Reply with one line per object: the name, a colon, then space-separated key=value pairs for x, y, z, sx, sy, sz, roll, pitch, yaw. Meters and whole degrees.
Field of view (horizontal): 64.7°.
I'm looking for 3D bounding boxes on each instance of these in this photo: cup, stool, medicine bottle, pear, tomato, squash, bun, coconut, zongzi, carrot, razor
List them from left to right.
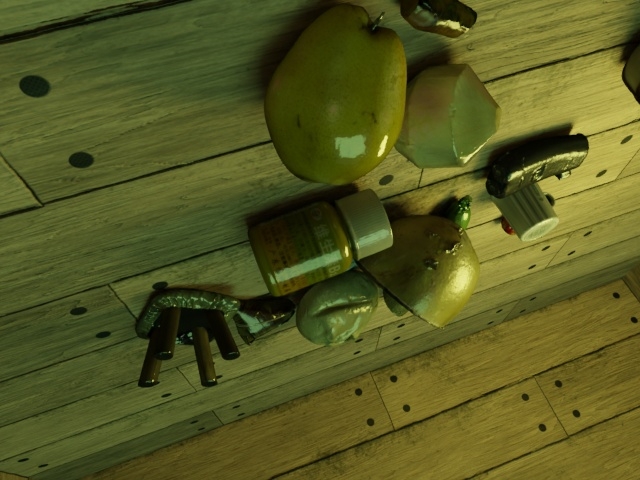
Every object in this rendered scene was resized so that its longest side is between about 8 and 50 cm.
stool: x=-0.437 y=0.334 z=1.687 sx=0.310 sy=0.226 sz=0.310 roll=7 pitch=141 yaw=-30
zongzi: x=-0.215 y=0.239 z=1.865 sx=0.247 sy=0.111 sz=0.241 roll=-28 pitch=131 yaw=-14
medicine bottle: x=0.000 y=0.000 z=1.478 sx=0.384 sy=0.224 sz=0.224 roll=-21 pitch=151 yaw=-5
pear: x=0.029 y=-0.276 z=1.006 sx=0.284 sy=0.285 sz=0.337 roll=-16 pitch=135 yaw=-12
bun: x=0.077 y=0.282 z=1.975 sx=0.365 sy=0.219 sz=0.365 roll=-27 pitch=154 yaw=-14
carrot: x=0.240 y=-0.461 z=1.030 sx=0.173 sy=0.082 sz=0.082 roll=3 pitch=142 yaw=-36
coconut: x=0.303 y=-0.290 z=1.214 sx=0.259 sy=0.259 sz=0.259 roll=-17 pitch=150 yaw=-10
squash: x=0.472 y=-0.036 z=1.873 sx=0.101 sy=0.101 sz=0.379 roll=-11 pitch=147 yaw=-21
tomato: x=0.773 y=-0.067 z=2.047 sx=0.075 sy=0.087 sz=0.087 roll=-1 pitch=144 yaw=-28
cup: x=0.764 y=-0.125 z=1.824 sx=0.221 sy=0.202 sz=0.167 roll=-23 pitch=153 yaw=1
razor: x=0.711 y=-0.252 z=1.673 sx=0.326 sy=0.107 sz=0.189 roll=-19 pitch=150 yaw=-10

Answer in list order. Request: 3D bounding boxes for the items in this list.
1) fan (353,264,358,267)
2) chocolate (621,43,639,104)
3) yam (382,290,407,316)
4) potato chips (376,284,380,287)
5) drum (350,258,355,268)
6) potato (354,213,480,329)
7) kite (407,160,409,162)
fan: x=0.077 y=0.102 z=1.901 sx=0.281 sy=0.023 sz=0.057 roll=-10 pitch=157 yaw=-22
chocolate: x=0.972 y=-0.487 z=1.394 sx=0.283 sy=0.186 sz=0.284 roll=-21 pitch=144 yaw=-16
yam: x=0.380 y=0.192 z=2.123 sx=0.161 sy=0.161 sz=0.268 roll=4 pitch=142 yaw=-39
potato chips: x=0.287 y=0.128 z=2.030 sx=0.150 sy=0.049 sz=0.201 roll=32 pitch=136 yaw=-17
drum: x=0.088 y=0.026 z=1.755 sx=0.129 sy=0.049 sz=0.253 roll=-10 pitch=145 yaw=-20
potato: x=0.364 y=0.069 z=1.737 sx=0.319 sy=0.385 sz=0.442 roll=-49 pitch=147 yaw=6
kite: x=0.302 y=-0.276 z=1.452 sx=0.152 sy=0.005 sz=0.137 roll=-39 pitch=145 yaw=26
